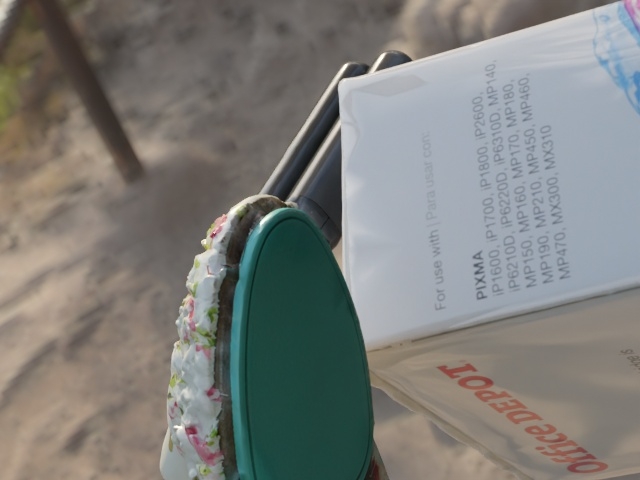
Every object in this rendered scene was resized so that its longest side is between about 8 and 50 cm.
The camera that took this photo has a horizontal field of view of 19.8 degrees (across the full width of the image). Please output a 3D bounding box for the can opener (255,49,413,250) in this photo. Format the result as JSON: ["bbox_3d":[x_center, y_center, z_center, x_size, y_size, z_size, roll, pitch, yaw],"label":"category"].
[{"bbox_3d":[0.000,0.000,1.206,0.076,0.095,0.283,-11,38,46],"label":"can opener"}]

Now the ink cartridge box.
[{"bbox_3d":[0.188,-0.007,0.739,0.306,0.226,0.131,-12,64,23],"label":"ink cartridge box"}]

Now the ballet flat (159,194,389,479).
[{"bbox_3d":[-0.015,0.098,0.646,0.077,0.241,0.091,0,26,38],"label":"ballet flat"}]
